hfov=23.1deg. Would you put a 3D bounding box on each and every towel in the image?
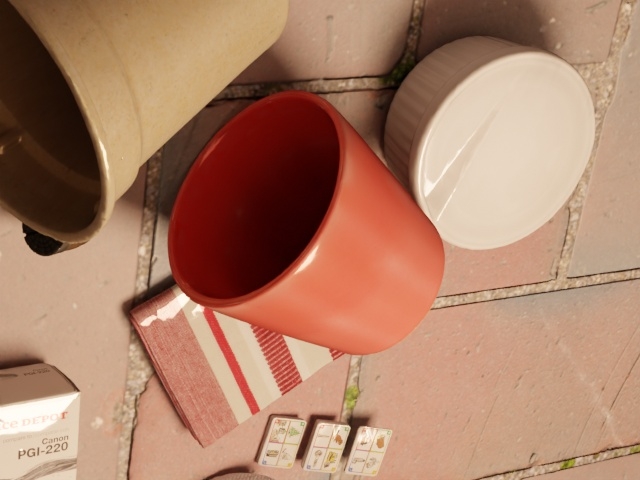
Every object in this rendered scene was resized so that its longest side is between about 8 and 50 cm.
[{"bbox_3d":[-0.065,0.091,1.997,0.329,0.037,0.237,-33,127,-15],"label":"towel"}]

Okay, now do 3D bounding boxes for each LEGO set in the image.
[{"bbox_3d":[-0.021,0.350,2.184,0.182,0.060,0.244,8,111,-23],"label":"LEGO set"}]

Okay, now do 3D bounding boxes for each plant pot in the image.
[{"bbox_3d":[-0.211,-0.218,1.552,0.305,0.334,0.334,-38,133,-31],"label":"plant pot"},{"bbox_3d":[0.000,0.000,1.826,0.243,0.275,0.275,34,96,-40],"label":"plant pot"}]

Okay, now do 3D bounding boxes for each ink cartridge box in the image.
[{"bbox_3d":[-0.372,0.267,1.836,0.158,0.092,0.218,-8,112,-33],"label":"ink cartridge box"}]

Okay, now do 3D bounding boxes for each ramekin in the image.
[{"bbox_3d":[0.202,-0.134,1.975,0.273,0.127,0.273,-16,125,-25],"label":"ramekin"}]

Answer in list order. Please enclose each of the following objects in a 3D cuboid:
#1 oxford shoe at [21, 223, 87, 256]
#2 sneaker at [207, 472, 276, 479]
[{"bbox_3d":[-0.266,-0.098,1.741,0.096,0.083,0.227,-10,122,-57],"label":"oxford shoe"},{"bbox_3d":[-0.161,0.420,2.088,0.268,0.101,0.153,-26,130,-13],"label":"sneaker"}]
